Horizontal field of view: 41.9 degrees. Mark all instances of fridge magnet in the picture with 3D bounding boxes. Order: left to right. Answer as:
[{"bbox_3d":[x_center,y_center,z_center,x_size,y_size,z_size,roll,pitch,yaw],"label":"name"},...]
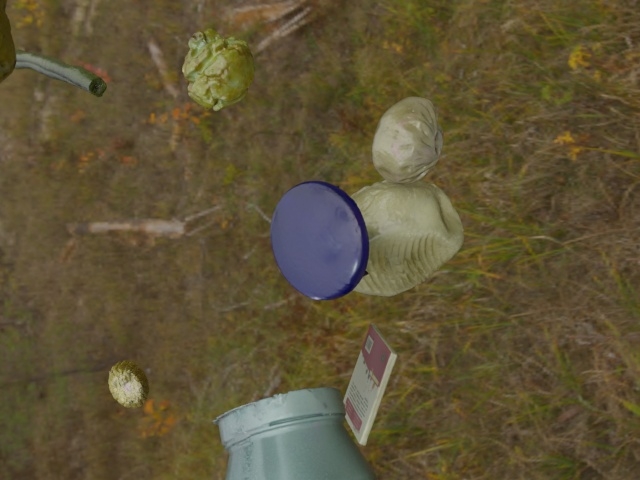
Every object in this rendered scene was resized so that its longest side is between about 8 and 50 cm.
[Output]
[{"bbox_3d":[0.000,0.000,1.828,0.266,0.113,0.265,8,103,36],"label":"fridge magnet"}]

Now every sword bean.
[{"bbox_3d":[-0.448,-0.286,1.396,0.269,0.038,0.043,22,129,38],"label":"sword bean"}]

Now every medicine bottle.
[{"bbox_3d":[-0.032,0.379,1.214,0.245,0.245,0.289,-34,64,45],"label":"medicine bottle"}]

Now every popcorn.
[{"bbox_3d":[-0.262,-0.435,2.150,0.221,0.184,0.204,-128,60,-83],"label":"popcorn"}]

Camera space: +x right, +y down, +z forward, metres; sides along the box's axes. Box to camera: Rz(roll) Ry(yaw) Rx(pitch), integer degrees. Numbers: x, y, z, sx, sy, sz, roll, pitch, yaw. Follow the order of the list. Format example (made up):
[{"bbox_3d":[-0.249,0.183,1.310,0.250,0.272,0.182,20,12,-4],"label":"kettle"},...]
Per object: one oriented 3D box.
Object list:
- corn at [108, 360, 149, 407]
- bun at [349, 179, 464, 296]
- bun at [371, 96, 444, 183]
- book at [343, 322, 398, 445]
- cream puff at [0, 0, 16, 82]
[{"bbox_3d":[-0.335,0.251,1.460,0.165,0.063,0.085,145,109,-78],"label":"corn"},{"bbox_3d":[0.165,-0.023,2.048,0.349,0.353,0.227,69,-179,-60],"label":"bun"},{"bbox_3d":[0.207,-0.219,1.837,0.128,0.193,0.178,20,144,31],"label":"bun"},{"bbox_3d":[0.108,0.324,1.900,0.162,0.022,0.231,-127,51,-67],"label":"book"},{"bbox_3d":[-0.525,-0.280,0.971,0.379,0.275,0.378,2,111,6],"label":"cream puff"}]
